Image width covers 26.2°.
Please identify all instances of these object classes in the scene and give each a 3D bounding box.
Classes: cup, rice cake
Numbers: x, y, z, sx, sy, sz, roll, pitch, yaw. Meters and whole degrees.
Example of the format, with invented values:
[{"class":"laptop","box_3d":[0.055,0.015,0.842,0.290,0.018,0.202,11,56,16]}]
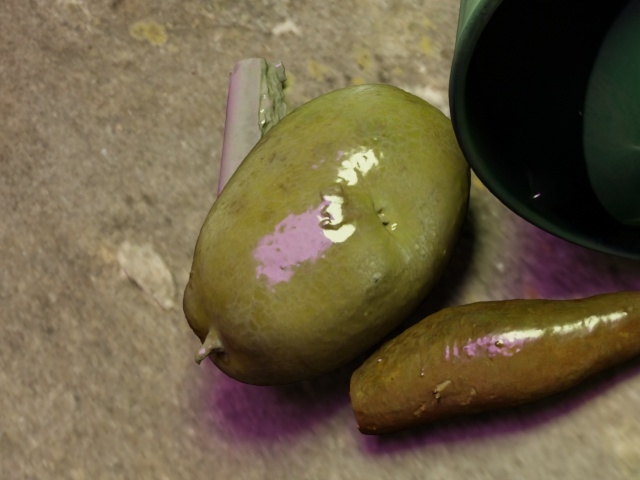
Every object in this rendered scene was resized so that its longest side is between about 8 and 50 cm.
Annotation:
[{"class":"cup","box_3d":[0.286,-0.204,0.883,0.400,0.310,0.392,10,53,-6]},{"class":"rice cake","box_3d":[-0.059,-0.037,1.098,0.055,0.049,0.270,-20,51,35]}]

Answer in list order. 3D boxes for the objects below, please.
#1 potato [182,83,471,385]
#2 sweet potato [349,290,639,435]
[{"class":"potato","box_3d":[0.000,0.000,0.971,0.251,0.159,0.174,-48,11,-24]},{"class":"sweet potato","box_3d":[0.129,0.069,0.903,0.243,0.077,0.077,-20,52,20]}]
